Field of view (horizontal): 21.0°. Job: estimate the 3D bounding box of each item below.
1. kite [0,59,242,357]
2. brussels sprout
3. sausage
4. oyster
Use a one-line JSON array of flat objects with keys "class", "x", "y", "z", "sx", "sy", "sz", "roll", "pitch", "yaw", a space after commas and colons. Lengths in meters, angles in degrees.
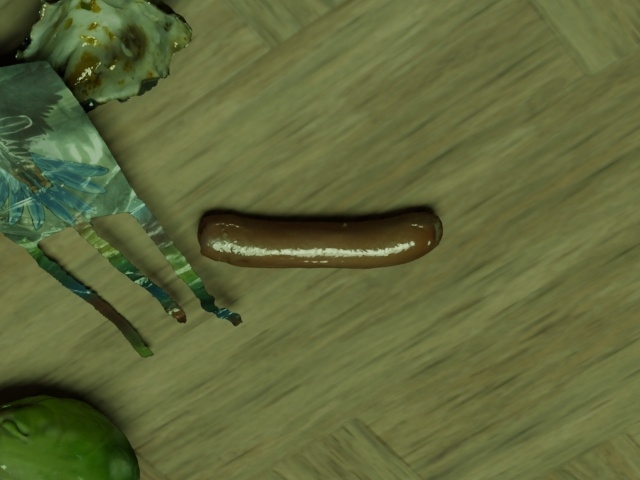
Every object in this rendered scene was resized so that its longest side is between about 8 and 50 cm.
[{"class": "kite", "x": -0.192, "y": -0.014, "z": 1.279, "sx": 0.169, "sy": 0.015, "sz": 0.310, "roll": -14, "pitch": 133, "yaw": 25}, {"class": "brussels sprout", "x": -0.221, "y": 0.194, "z": 1.387, "sx": 0.155, "sy": 0.117, "sz": 0.155, "roll": -7, "pitch": 138, "yaw": -6}, {"class": "sausage", "x": 0.000, "y": 0.000, "z": 1.307, "sx": 0.186, "sy": 0.043, "sz": 0.043, "roll": 0, "pitch": 128, "yaw": -5}, {"class": "oyster", "x": -0.154, "y": -0.136, "z": 1.173, "sx": 0.148, "sy": 0.051, "sz": 0.103, "roll": -36, "pitch": 119, "yaw": 27}]
